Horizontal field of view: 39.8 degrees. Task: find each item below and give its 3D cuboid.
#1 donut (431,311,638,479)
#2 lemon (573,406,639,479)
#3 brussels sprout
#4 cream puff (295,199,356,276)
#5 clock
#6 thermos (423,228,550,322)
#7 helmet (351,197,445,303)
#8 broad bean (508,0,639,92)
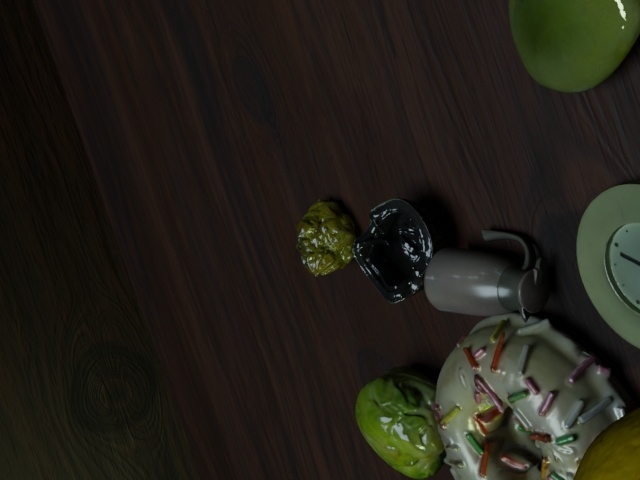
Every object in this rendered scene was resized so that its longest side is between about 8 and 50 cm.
[{"bbox_3d":[0.319,0.300,1.354,0.383,0.142,0.382,36,137,43],"label":"donut"},{"bbox_3d":[0.436,0.328,1.038,0.297,0.297,0.297,36,137,44],"label":"lemon"},{"bbox_3d":[0.157,0.337,1.624,0.223,0.161,0.223,47,146,47],"label":"brussels sprout"},{"bbox_3d":[0.000,0.000,1.731,0.146,0.116,0.146,39,141,40],"label":"cream puff"},{"bbox_3d":[0.426,0.036,1.134,0.235,0.029,0.235,39,139,45],"label":"clock"},{"bbox_3d":[0.263,0.051,1.351,0.193,0.105,0.137,5,80,55],"label":"thermos"},{"bbox_3d":[0.151,0.013,1.501,0.153,0.107,0.177,55,128,30],"label":"helmet"},{"bbox_3d":[0.308,-0.296,1.061,0.189,0.121,0.263,43,156,30],"label":"broad bean"}]
